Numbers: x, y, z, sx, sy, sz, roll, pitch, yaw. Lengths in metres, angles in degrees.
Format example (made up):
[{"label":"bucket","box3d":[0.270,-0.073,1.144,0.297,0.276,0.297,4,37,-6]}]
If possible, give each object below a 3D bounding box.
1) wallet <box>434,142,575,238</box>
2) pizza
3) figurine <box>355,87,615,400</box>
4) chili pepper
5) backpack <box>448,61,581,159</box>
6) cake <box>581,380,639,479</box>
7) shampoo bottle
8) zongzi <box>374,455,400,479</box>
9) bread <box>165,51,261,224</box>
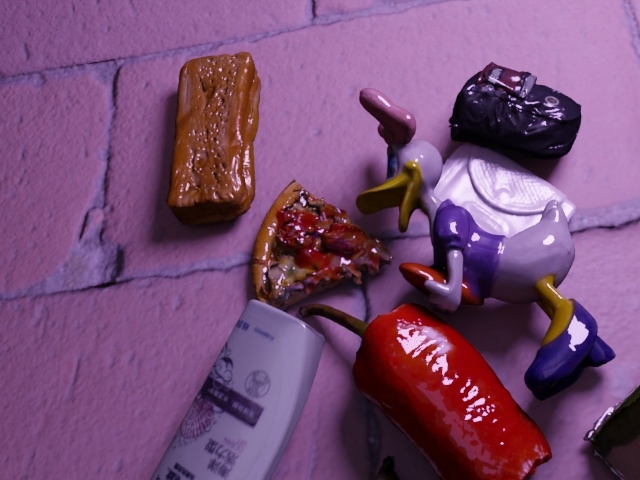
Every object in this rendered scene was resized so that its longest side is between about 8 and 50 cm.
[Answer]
[{"label":"wallet","box3d":[0.234,-0.053,0.922,0.183,0.032,0.124,37,80,22]},{"label":"pizza","box3d":[0.000,0.000,0.923,0.193,0.053,0.201,-3,62,15]},{"label":"figurine","box3d":[0.181,-0.005,0.828,0.421,0.154,0.193,41,90,20]},{"label":"chili pepper","box3d":[0.108,0.146,0.801,0.134,0.131,0.338,-37,64,-8]},{"label":"backpack","box3d":[0.263,-0.173,0.923,0.165,0.106,0.120,16,32,13]},{"label":"cake","box3d":[0.412,0.153,0.669,0.172,0.284,0.158,-34,63,-24]},{"label":"shampoo bottle","box3d":[-0.114,0.252,0.809,0.134,0.078,0.359,19,74,33]},{"label":"zongzi","box3d":[0.123,0.330,0.689,0.221,0.112,0.242,7,29,24]},{"label":"bread","box3d":[-0.160,-0.153,1.018,0.139,0.077,0.271,-7,63,12]}]
